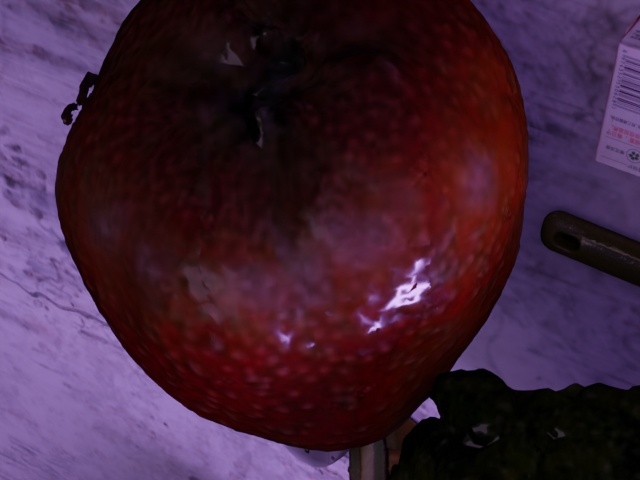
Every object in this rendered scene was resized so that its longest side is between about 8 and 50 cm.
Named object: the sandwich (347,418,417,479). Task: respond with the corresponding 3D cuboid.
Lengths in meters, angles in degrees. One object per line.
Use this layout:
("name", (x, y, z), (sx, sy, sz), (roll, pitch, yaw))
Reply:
("sandwich", (0.109, 0.207, 1.232), (0.163, 0.113, 0.079), (13, 141, -19))

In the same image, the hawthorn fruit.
("hawthorn fruit", (0.000, 0.000, 0.971), (0.285, 0.284, 0.369), (13, 143, 30))

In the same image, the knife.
("knife", (0.293, 0.048, 0.953), (0.343, 0.027, 0.061), (25, 131, 19))

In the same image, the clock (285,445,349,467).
("clock", (-0.009, 0.117, 1.229), (0.087, 0.041, 0.129), (26, 127, 27))

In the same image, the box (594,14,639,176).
("box", (0.228, -0.070, 0.892), (0.125, 0.043, 0.089), (24, 135, 20))

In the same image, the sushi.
("sushi", (0.205, 0.224, 0.965), (0.352, 0.178, 0.294), (9, 147, -8))
